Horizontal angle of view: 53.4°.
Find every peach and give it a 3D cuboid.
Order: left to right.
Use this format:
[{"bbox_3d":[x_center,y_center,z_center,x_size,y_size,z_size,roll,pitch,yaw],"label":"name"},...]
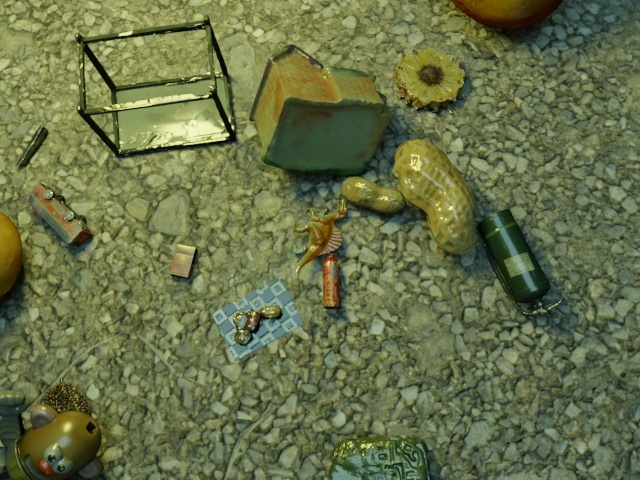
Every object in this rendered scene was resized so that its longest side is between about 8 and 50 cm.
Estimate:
[{"bbox_3d":[0.492,-0.735,1.676,0.373,0.290,0.372,-2,105,-6],"label":"peach"}]

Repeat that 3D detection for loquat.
[{"bbox_3d":[-0.867,0.037,1.562,0.263,0.263,0.263,-1,73,3],"label":"loquat"}]

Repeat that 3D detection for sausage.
[{"bbox_3d":[0.029,0.099,1.585,0.050,0.048,0.145,-15,67,39],"label":"sausage"}]

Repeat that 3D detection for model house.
[{"bbox_3d":[-0.011,-0.349,1.646,0.312,0.245,0.280,2,43,-23],"label":"model house"}]

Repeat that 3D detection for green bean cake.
[{"bbox_3d":[0.134,0.547,1.409,0.227,0.125,0.222,-7,72,6],"label":"green bean cake"}]

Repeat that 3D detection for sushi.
[{"bbox_3d":[-0.155,0.189,1.575,0.201,0.031,0.139,-29,74,-5],"label":"sushi"}]

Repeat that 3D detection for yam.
[{"bbox_3d":[-0.792,-0.256,1.749,0.027,0.033,0.129,30,81,-16],"label":"yam"}]

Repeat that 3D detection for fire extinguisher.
[{"bbox_3d":[0.486,0.073,1.546,0.118,0.093,0.294,-30,73,21],"label":"fire extinguisher"}]

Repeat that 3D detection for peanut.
[{"bbox_3d":[0.135,-0.115,1.624,0.175,0.080,0.080,18,75,9],"label":"peanut"},{"bbox_3d":[0.290,-0.112,1.585,0.153,0.140,0.325,-18,73,-20],"label":"peanut"}]

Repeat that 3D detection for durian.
[{"bbox_3d":[-0.618,0.389,1.523,0.111,0.071,0.140,-23,69,-4],"label":"durian"}]

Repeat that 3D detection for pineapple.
[{"bbox_3d":[0.301,-0.437,1.729,0.221,0.047,0.221,0,74,2],"label":"pineapple"}]

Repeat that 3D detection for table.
[{"bbox_3d":[-0.415,-0.386,1.636,0.335,0.272,0.222,-8,73,1],"label":"table"}]

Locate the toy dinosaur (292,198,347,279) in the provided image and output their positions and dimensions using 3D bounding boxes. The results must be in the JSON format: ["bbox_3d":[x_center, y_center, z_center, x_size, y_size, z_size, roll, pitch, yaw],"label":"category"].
[{"bbox_3d":[0.000,-0.001,1.616,0.142,0.057,0.212,-1,76,-3],"label":"toy dinosaur"}]

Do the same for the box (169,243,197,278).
[{"bbox_3d":[-0.351,0.054,1.631,0.052,0.023,0.082,11,75,5],"label":"box"}]

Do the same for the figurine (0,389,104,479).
[{"bbox_3d":[-0.620,0.483,1.420,0.285,0.342,0.167,-30,40,5],"label":"figurine"}]

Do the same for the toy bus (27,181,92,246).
[{"bbox_3d":[-0.683,-0.067,1.666,0.192,0.065,0.077,42,87,14],"label":"toy bus"}]
